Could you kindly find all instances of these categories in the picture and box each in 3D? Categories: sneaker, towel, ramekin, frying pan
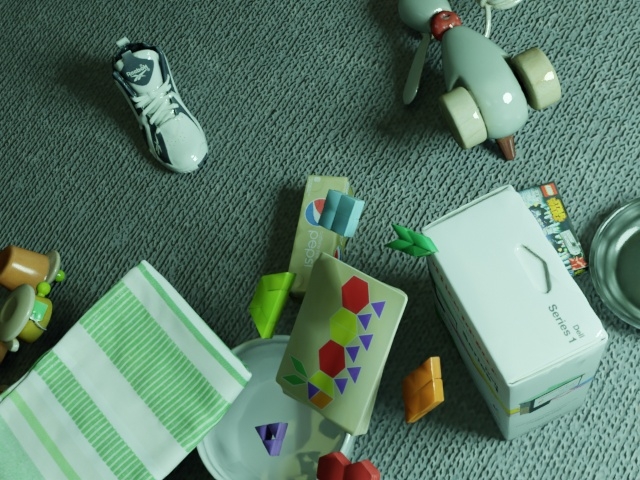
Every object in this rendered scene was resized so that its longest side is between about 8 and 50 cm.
[{"bbox_3d":[-0.261,-0.222,1.305,0.094,0.153,0.234,-23,63,3],"label":"sneaker"},{"bbox_3d":[-0.271,0.207,1.056,0.325,0.038,0.248,-44,66,-9],"label":"towel"},{"bbox_3d":[-0.049,0.233,1.076,0.207,0.109,0.207,-5,66,11],"label":"ramekin"},{"bbox_3d":[0.480,-0.024,1.085,0.197,0.053,0.326,26,77,28],"label":"frying pan"}]

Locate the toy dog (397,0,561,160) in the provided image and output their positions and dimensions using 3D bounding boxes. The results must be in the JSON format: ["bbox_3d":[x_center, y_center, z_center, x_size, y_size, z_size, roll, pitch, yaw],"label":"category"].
[{"bbox_3d":[0.223,-0.240,1.226,0.220,0.161,0.333,-9,50,12],"label":"toy dog"}]

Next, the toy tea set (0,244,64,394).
[{"bbox_3d":[-0.441,0.169,1.218,0.200,0.124,0.336,3,67,47],"label":"toy tea set"}]

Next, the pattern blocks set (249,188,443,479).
[{"bbox_3d":[0.022,0.119,0.950,0.285,0.026,0.324,38,109,37],"label":"pattern blocks set"}]

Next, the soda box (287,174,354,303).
[{"bbox_3d":[0.000,0.000,1.197,0.061,0.058,0.181,5,67,15],"label":"soda box"}]

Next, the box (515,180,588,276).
[{"bbox_3d":[0.296,-0.008,1.146,0.094,0.027,0.137,-16,63,5],"label":"box"}]

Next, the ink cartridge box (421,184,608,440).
[{"bbox_3d":[0.218,0.095,0.978,0.117,0.278,0.201,-26,63,-1],"label":"ink cartridge box"}]
